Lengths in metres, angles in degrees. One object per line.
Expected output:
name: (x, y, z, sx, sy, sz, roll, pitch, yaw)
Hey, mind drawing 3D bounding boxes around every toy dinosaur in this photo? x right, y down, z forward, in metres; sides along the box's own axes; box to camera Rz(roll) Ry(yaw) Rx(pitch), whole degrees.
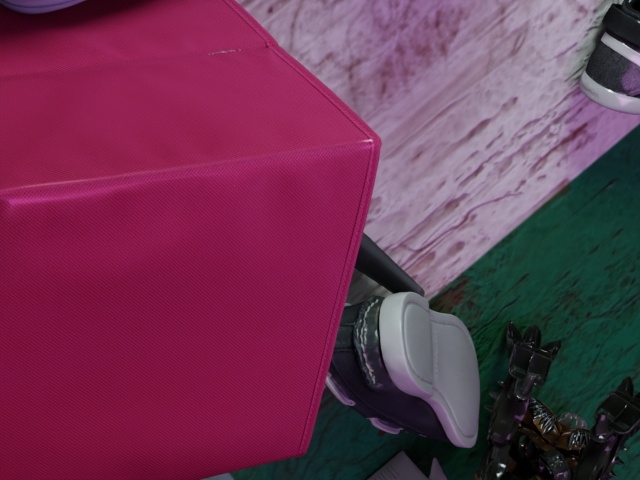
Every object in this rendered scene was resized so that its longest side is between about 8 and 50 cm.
toy dinosaur: (0.211, 0.218, 1.655, 0.164, 0.322, 0.218, 20, 110, -6)

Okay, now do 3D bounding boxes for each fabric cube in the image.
fabric cube: (-0.156, -0.005, 1.129, 0.258, 0.259, 0.254, -11, 129, -32)

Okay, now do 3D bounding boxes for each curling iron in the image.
curling iron: (0.000, 0.000, 1.435, 0.068, 0.035, 0.274, -50, 139, 11)

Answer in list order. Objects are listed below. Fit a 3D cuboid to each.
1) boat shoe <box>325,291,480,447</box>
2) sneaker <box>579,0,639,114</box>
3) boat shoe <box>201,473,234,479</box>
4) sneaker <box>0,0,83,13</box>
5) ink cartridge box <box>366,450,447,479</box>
boat shoe: (0.071, 0.112, 1.543, 0.091, 0.114, 0.302, -5, 156, 18)
sneaker: (0.332, -0.169, 1.544, 0.217, 0.079, 0.121, -2, 125, -38)
boat shoe: (-0.162, 0.185, 1.393, 0.105, 0.113, 0.306, -40, 155, 2)
sneaker: (-0.076, -0.265, 1.114, 0.366, 0.135, 0.150, -33, 169, -23)
ink cartridge box: (0.075, 0.279, 1.683, 0.143, 0.090, 0.092, -39, 139, -8)
